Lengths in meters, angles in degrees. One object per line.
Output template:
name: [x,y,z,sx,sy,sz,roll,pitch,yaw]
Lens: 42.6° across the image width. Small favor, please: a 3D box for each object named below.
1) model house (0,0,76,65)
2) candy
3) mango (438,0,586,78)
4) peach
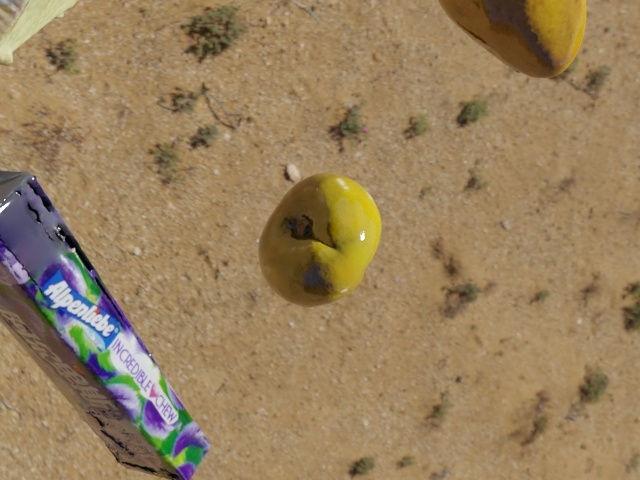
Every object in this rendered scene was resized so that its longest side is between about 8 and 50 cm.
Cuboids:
model house: [-0.401,-0.383,0.954,0.261,0.321,0.266,31,45,-12]
candy: [-0.190,0.081,0.651,0.061,0.088,0.312,-54,135,-35]
mango: [0.205,-0.275,0.892,0.227,0.147,0.109,57,26,-23]
peach: [0.000,0.000,1.455,0.153,0.251,0.251,30,85,-44]
